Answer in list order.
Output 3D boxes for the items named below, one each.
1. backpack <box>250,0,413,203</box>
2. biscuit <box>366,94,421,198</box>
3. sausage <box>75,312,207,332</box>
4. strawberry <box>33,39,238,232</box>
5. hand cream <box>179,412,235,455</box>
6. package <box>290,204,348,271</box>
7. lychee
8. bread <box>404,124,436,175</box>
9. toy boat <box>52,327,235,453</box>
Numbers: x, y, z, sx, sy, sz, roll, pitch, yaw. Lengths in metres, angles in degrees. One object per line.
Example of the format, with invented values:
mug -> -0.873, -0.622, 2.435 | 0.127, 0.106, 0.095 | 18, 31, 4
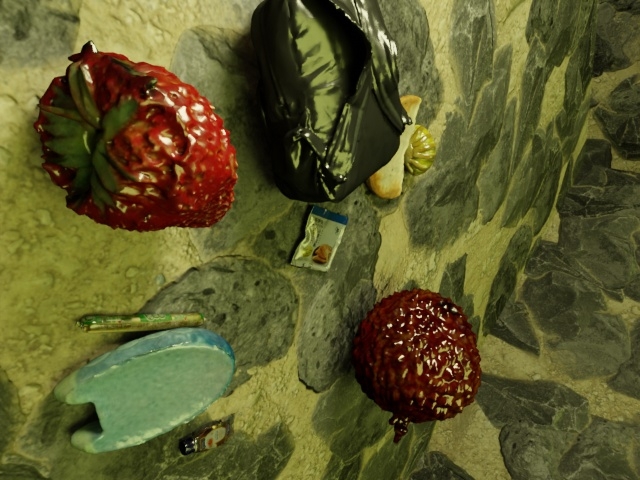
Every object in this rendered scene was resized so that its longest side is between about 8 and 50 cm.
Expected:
backpack -> 0.024, -0.308, 0.841 | 0.363, 0.255, 0.445 | -45, 134, -34
biscuit -> 0.196, -0.260, 1.210 | 0.205, 0.040, 0.308 | -20, 127, -42
sausage -> -0.338, 0.161, 0.823 | 0.269, 0.033, 0.032 | 10, 101, -50
strawberry -> -0.248, -0.132, 0.618 | 0.258, 0.261, 0.260 | -20, 124, -63
hand cream -> -0.277, 0.495, 1.057 | 0.163, 0.039, 0.062 | -2, 94, -51
package -> 0.000, 0.000, 1.133 | 0.171, 0.027, 0.173 | 15, 100, -51
lychee -> 0.308, 0.401, 1.367 | 0.425, 0.425, 0.499 | 32, 63, -51
bread -> 0.315, -0.273, 1.310 | 0.083, 0.094, 0.157 | -25, 134, -45
toy boat -> -0.338, 0.277, 0.844 | 0.330, 0.123, 0.215 | -19, 117, -29
